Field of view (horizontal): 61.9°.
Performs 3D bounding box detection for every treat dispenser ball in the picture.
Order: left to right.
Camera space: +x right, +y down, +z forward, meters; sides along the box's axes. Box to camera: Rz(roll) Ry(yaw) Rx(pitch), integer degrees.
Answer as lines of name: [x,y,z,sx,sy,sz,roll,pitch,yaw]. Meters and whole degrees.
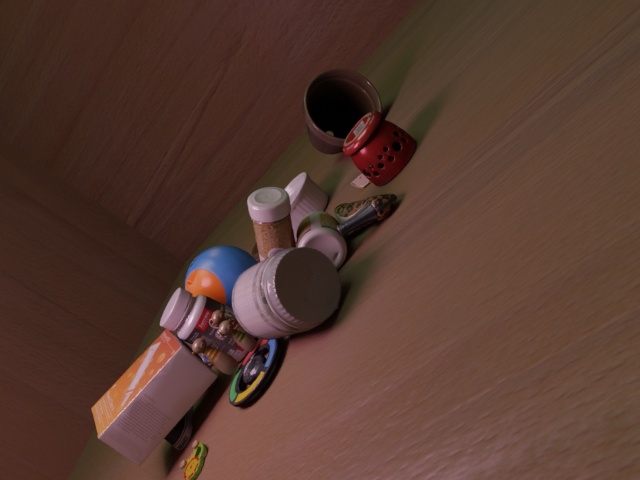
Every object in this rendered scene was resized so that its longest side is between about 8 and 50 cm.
treat dispenser ball: [-0.353,0.162,1.969,0.288,0.288,0.288,-46,18,20]

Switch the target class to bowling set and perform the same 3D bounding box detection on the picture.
bowling set: [-0.242,0.243,1.625,0.200,0.154,0.287,-42,15,44]

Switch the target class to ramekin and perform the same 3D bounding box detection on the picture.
ramekin: [-0.094,-0.121,2.109,0.277,0.135,0.277,-47,18,21]

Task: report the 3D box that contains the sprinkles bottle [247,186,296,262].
sprinkles bottle: [-0.131,0.017,1.606,0.121,0.356,0.121,-4,37,3]

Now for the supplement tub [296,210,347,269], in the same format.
supplement tub: [0.000,0.000,1.604,0.144,0.144,0.200,-48,17,15]

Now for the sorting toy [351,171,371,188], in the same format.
sorting toy: [0.155,-0.221,1.821,0.083,0.045,0.075,-37,15,42]

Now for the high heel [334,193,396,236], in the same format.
high heel: [0.137,-0.093,1.588,0.186,0.093,0.261,-30,11,8]

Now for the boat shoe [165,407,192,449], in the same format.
boat shoe: [-0.508,0.603,1.807,0.113,0.105,0.306,-53,17,-2]

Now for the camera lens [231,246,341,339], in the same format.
camera lens: [-0.099,0.146,1.444,0.274,0.219,0.219,-28,30,54]

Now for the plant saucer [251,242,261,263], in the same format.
plant saucer: [-0.225,-0.016,2.413,0.278,0.041,0.278,-46,18,20]

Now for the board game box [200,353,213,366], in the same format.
board game box: [-0.414,0.399,2.103,0.145,0.027,0.281,-44,19,31]

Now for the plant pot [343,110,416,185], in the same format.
plant pot: [0.176,-0.294,1.685,0.191,0.174,0.191,-49,17,21]

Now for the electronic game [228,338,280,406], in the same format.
electronic game: [-0.189,0.370,1.532,0.229,0.048,0.229,-47,18,20]

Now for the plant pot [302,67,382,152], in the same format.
plant pot: [0.066,-0.502,2.238,0.323,0.323,0.280,-59,1,-20]

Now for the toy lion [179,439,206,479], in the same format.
toy lion: [-0.352,0.622,1.495,0.096,0.034,0.100,-3,51,60]

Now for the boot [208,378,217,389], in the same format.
boot: [-0.410,0.476,1.833,0.118,0.087,0.042,-30,28,53]

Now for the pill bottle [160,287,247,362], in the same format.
pill bottle: [-0.366,0.276,1.753,0.161,0.283,0.161,-50,22,28]

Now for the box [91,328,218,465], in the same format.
box: [-0.526,0.482,1.687,0.345,0.168,0.215,-48,26,-15]
